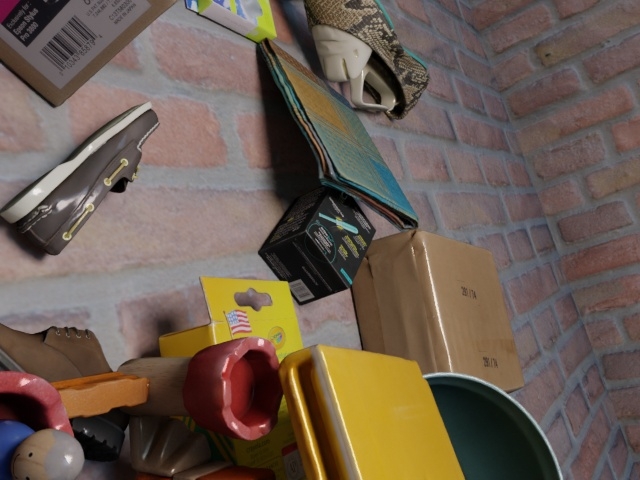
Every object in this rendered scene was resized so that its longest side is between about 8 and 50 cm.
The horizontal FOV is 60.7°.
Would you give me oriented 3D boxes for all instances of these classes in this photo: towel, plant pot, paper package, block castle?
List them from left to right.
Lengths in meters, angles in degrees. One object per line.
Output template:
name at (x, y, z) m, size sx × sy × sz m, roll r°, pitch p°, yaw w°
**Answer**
block castle at (-0.130, 0.304, 0.372) m, size 0.303 × 0.213 × 0.452 m, roll 7°, pitch 77°, yaw -59°
towel at (0.032, -0.189, 0.983) m, size 0.271 × 0.040 × 0.370 m, roll 25°, pitch 32°, yaw -47°
plant pot at (0.158, 0.356, 0.774) m, size 0.293 × 0.196 × 0.293 m, roll 6°, pitch 61°, yaw -11°
paper package at (0.224, 0.159, 1.043) m, size 0.325 × 0.168 × 0.309 m, roll 11°, pitch 65°, yaw -51°

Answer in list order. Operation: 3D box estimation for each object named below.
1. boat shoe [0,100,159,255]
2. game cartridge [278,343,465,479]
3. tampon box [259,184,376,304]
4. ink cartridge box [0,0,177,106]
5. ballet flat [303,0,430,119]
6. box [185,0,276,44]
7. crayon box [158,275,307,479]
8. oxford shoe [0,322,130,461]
boat shoe at (-0.249, -0.077, 0.616) m, size 0.068 × 0.081 × 0.227 m, roll 54°, pitch 44°, yaw -25°
game cartridge at (0.087, 0.253, 0.542) m, size 0.324 × 0.053 × 0.285 m, roll 32°, pitch 36°, yaw -61°
tampon box at (0.000, 0.000, 0.883) m, size 0.120 × 0.101 × 0.161 m, roll 54°, pitch 37°, yaw -19°
ink cartridge box at (-0.270, -0.275, 0.553) m, size 0.193 × 0.235 × 0.088 m, roll 44°, pitch 41°, yaw -30°
ballet flat at (0.096, -0.383, 1.163) m, size 0.483 × 0.164 × 0.182 m, roll 22°, pitch 89°, yaw -56°
box at (-0.158, -0.422, 0.952) m, size 0.178 × 0.042 × 0.109 m, roll 6°, pitch 67°, yaw -53°
crayon box at (-0.081, 0.207, 0.650) m, size 0.202 × 0.081 × 0.318 m, roll 15°, pitch 60°, yaw -63°
oxford shoe at (-0.261, 0.111, 0.501) m, size 0.227 × 0.083 × 0.096 m, roll 56°, pitch 32°, yaw -38°
